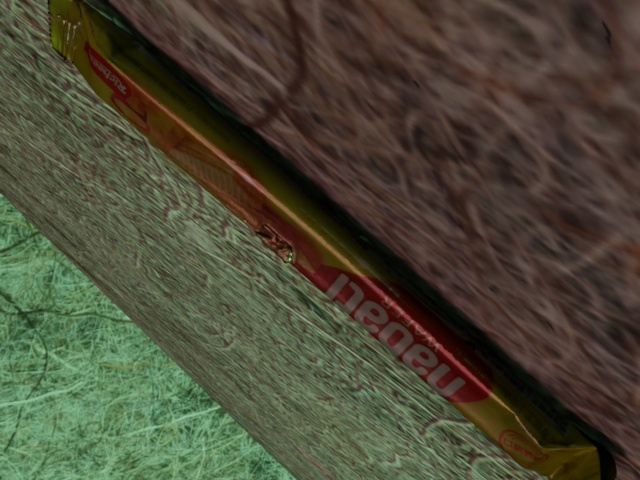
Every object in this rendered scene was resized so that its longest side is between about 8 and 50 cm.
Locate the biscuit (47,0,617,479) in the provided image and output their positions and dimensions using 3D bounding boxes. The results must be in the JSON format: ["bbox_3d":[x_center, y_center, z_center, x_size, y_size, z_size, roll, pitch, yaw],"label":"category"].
[{"bbox_3d":[0.000,0.000,0.429,0.292,0.026,0.048,41,147,4],"label":"biscuit"}]
